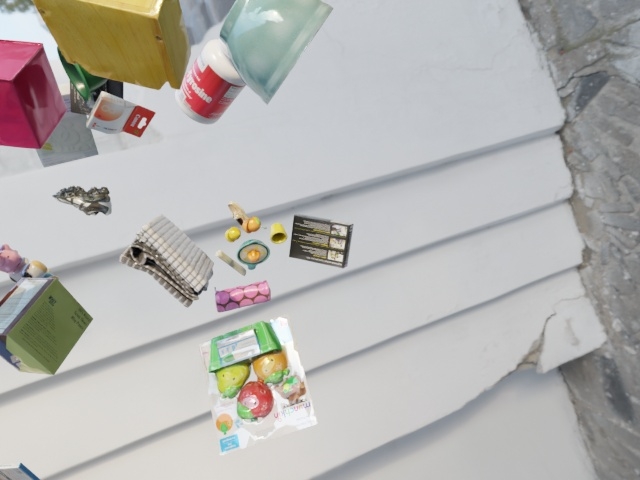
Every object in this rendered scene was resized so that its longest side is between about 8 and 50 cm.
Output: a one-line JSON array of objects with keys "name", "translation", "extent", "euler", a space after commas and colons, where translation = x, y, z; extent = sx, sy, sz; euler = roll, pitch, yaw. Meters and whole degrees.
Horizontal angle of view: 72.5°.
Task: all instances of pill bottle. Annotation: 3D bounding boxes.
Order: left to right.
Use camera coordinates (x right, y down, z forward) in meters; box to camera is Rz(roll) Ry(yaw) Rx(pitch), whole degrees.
[{"name": "pill bottle", "translation": [-0.452, -0.725, 1.932], "extent": [0.407, 0.229, 0.229], "euler": [-37, 68, 37]}]

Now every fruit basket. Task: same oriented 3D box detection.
[{"name": "fruit basket", "translation": [-0.210, 0.444, 1.372], "extent": [0.165, 0.327, 0.353], "euler": [61, -169, -62]}]

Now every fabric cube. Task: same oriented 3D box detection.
[{"name": "fabric cube", "translation": [-1.065, -0.496, 1.468], "extent": [0.258, 0.259, 0.254], "euler": [100, 172, -49]}]

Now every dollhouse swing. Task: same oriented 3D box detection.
[{"name": "dollhouse swing", "translation": [-0.515, -0.653, 1.184], "extent": [0.315, 0.346, 0.305], "euler": [95, -170, -61]}]

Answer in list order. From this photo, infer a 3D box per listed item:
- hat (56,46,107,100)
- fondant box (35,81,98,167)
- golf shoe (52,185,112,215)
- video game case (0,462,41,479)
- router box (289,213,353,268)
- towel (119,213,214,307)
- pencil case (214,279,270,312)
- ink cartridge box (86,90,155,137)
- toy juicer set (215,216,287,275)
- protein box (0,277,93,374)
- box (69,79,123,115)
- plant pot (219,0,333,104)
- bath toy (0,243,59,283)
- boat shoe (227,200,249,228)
[{"name": "hat", "translation": [-0.731, -0.574, 1.458], "extent": [0.173, 0.183, 0.209], "euler": [5, 125, 55]}, {"name": "fondant box", "translation": [-1.143, -0.499, 1.903], "extent": [0.096, 0.238, 0.330], "euler": [50, 149, 31]}, {"name": "golf shoe", "translation": [-0.727, -0.114, 1.333], "extent": [0.077, 0.198, 0.094], "euler": [-59, -31, -51]}, {"name": "video game case", "translation": [-0.871, 0.641, 1.187], "extent": [0.015, 0.166, 0.119], "euler": [-95, 1, -49]}, {"name": "router box", "translation": [0.000, 0.000, 1.303], "extent": [0.046, 0.178, 0.133], "euler": [-20, -60, -69]}, {"name": "towel", "translation": [-0.421, 0.056, 1.234], "extent": [0.235, 0.121, 0.284], "euler": [47, 180, -15]}, {"name": "pencil case", "translation": [-0.289, 0.203, 1.633], "extent": [0.098, 0.209, 0.095], "euler": [-142, 42, -85]}, {"name": "ink cartridge box", "translation": [-0.673, -0.408, 1.476], "extent": [0.145, 0.179, 0.045], "euler": [-37, 51, 36]}, {"name": "toy juicer set", "translation": [-0.299, 0.038, 1.732], "extent": [0.329, 0.209, 0.089], "euler": [-45, 42, 28]}, {"name": "protein box", "translation": [-0.820, 0.246, 1.266], "extent": [0.201, 0.135, 0.200], "euler": [-73, -25, -44]}, {"name": "box", "translation": [-0.802, -0.529, 1.571], "extent": [0.093, 0.158, 0.156], "euler": [-63, -17, -69]}, {"name": "plant pot", "translation": [-0.131, -0.529, 1.116], "extent": [0.196, 0.293, 0.293], "euler": [35, 170, -15]}, {"name": "bath toy", "translation": [-1.143, 0.087, 1.600], "extent": [0.348, 0.151, 0.129], "euler": [56, -163, -47]}, {"name": "boat shoe", "translation": [-0.419, -0.124, 2.238], "extent": [0.063, 0.059, 0.170], "euler": [-22, 113, 45]}]
